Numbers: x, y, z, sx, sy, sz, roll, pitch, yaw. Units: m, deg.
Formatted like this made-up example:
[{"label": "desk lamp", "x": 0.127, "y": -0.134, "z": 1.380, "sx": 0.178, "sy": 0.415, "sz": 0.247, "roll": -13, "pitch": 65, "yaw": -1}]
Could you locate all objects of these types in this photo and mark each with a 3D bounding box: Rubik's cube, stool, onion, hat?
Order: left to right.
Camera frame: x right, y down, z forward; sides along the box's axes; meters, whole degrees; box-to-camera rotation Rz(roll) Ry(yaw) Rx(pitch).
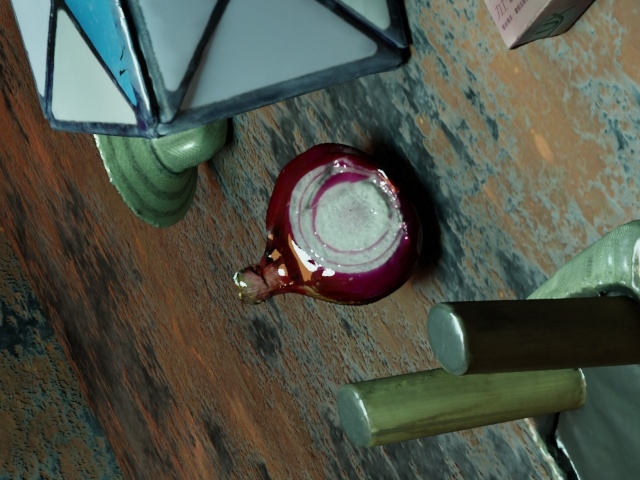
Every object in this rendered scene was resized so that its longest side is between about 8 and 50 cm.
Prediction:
[{"label": "hat", "x": -0.174, "y": -0.148, "z": 1.965, "sx": 0.110, "sy": 0.252, "sz": 0.252, "roll": -12, "pitch": 98, "yaw": 24}, {"label": "Rubik's cube", "x": -0.133, "y": -0.282, "z": 1.549, "sx": 0.307, "sy": 0.305, "sz": 0.310, "roll": 11, "pitch": 116, "yaw": 63}, {"label": "onion", "x": 0.004, "y": 0.004, "z": 1.615, "sx": 0.173, "sy": 0.198, "sz": 0.135, "roll": 58, "pitch": -177, "yaw": 22}, {"label": "stool", "x": 0.191, "y": 0.179, "z": 1.277, "sx": 0.310, "sy": 0.226, "sz": 0.310, "roll": 67, "pitch": 156, "yaw": 15}]

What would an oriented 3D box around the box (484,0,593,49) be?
[{"label": "box", "x": 0.172, "y": -0.230, "z": 1.231, "sx": 0.111, "sy": 0.060, "sz": 0.156, "roll": 66, "pitch": 155, "yaw": 16}]
